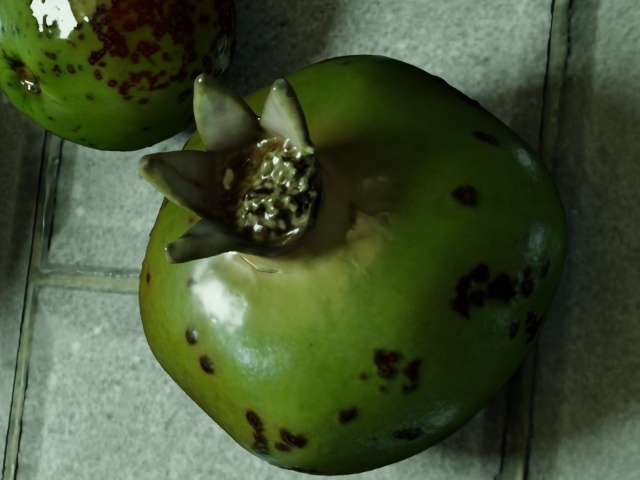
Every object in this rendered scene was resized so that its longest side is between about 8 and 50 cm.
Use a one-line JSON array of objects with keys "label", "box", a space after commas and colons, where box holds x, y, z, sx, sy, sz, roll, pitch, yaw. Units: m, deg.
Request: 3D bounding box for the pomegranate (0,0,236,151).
[{"label": "pomegranate", "box": [-0.139, -0.189, 1.316, 0.214, 0.214, 0.248, 31, 64, 29]}]

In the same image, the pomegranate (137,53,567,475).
[{"label": "pomegranate", "box": [0.023, 0.008, 1.115, 0.291, 0.323, 0.290, 1, 76, -2]}]
